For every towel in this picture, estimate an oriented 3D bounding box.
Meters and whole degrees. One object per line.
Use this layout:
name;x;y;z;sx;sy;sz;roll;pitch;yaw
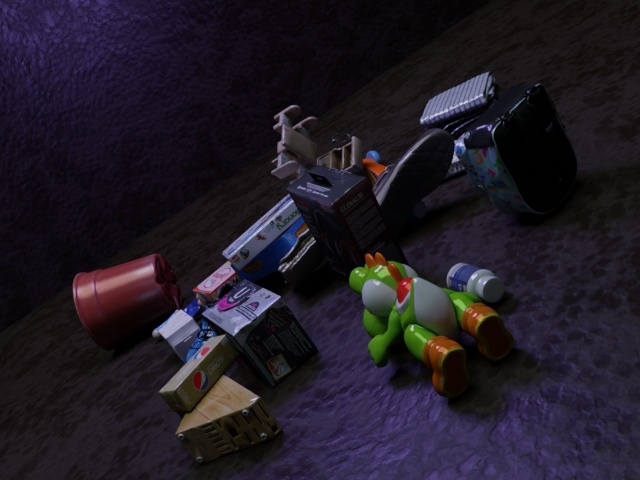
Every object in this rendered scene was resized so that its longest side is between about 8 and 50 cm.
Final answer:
towel;0.000;0.000;1.957;0.282;0.049;0.187;-46;-16;-8
towel;0.466;-0.422;2.390;0.235;0.121;0.284;-22;19;25

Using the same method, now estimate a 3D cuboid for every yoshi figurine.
yoshi figurine;0.183;0.156;1.368;0.362;0.203;0.203;35;109;55

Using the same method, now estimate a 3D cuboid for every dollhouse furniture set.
dollhouse furniture set;-0.010;-0.275;2.230;0.161;0.242;0.212;-25;51;38

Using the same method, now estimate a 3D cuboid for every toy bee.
toy bee;0.144;-0.212;2.373;0.195;0.162;0.298;-4;34;-4

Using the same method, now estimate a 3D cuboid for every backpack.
backpack;0.434;-0.182;1.613;0.225;0.253;0.191;-45;18;-24

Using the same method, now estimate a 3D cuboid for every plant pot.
plant pot;-0.609;0.181;2.394;0.265;0.273;0.272;-23;19;5

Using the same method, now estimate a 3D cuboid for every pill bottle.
pill bottle;0.302;0.085;1.433;0.067;0.067;0.120;-36;19;-12

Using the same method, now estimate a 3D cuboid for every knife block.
knife block;-0.191;0.338;1.550;0.275;0.088;0.242;-25;20;23

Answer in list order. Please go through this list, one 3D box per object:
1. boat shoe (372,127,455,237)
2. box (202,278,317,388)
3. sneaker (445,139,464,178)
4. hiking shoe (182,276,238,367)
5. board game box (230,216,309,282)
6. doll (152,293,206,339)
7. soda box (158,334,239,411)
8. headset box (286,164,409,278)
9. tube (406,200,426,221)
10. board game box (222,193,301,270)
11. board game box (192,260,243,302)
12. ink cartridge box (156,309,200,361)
boat shoe;0.201;-0.150;1.913;0.355;0.132;0.130;-52;31;12
box;-0.144;0.204;1.697;0.142;0.163;0.247;-39;20;-17
sneaker;0.396;-0.230;2.068;0.235;0.090;0.095;-30;28;13
hiking shoe;-0.276;0.227;1.866;0.113;0.132;0.304;-2;30;19
board game box;-0.087;-0.027;2.227;0.308;0.086;0.302;-27;18;49
doll;-0.432;0.241;2.255;0.189;0.046;0.129;-38;28;3
soda box;-0.256;0.281;1.572;0.061;0.058;0.181;-17;22;44
headset box;0.058;-0.044;1.753;0.110;0.293;0.218;-38;30;-18
tube;0.198;-0.068;2.029;0.207;0.052;0.080;-15;32;50
board game box;-0.143;-0.041;2.102;0.305;0.053;0.193;-42;11;-7
board game box;-0.295;0.119;2.345;0.193;0.045;0.146;-41;20;-24
ink cartridge box;-0.378;0.264;2.039;0.092;0.090;0.143;-38;20;-15
